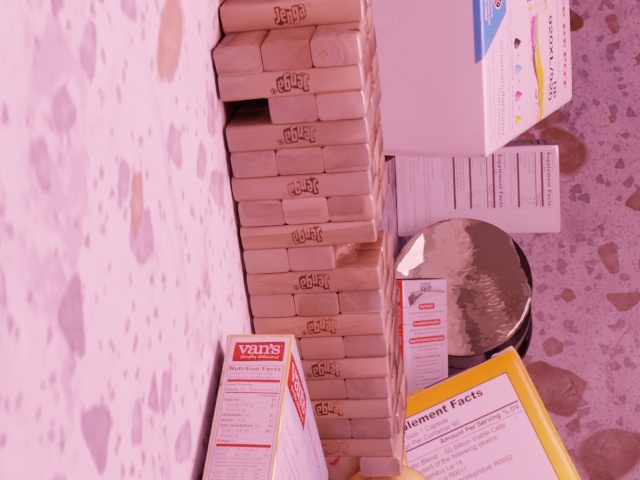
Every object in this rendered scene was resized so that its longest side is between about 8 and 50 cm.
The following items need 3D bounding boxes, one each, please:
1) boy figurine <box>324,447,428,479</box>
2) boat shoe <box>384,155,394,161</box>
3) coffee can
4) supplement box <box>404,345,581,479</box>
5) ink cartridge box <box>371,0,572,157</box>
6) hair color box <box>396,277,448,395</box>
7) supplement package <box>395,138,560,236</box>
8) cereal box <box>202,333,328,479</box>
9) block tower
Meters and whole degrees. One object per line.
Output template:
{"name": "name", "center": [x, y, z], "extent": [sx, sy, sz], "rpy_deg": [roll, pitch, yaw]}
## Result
{"name": "boy figurine", "center": [0.028, 0.227, 0.805], "extent": [0.177, 0.092, 0.285], "rpy_deg": [-56, -164, 37]}
{"name": "boat shoe", "center": [0.050, -0.177, 1.162], "extent": [0.072, 0.068, 0.190], "rpy_deg": [-102, -170, -52]}
{"name": "coffee can", "center": [0.219, 0.101, 1.659], "extent": [0.275, 0.201, 0.201], "rpy_deg": [57, 33, -71]}
{"name": "supplement box", "center": [0.203, 0.329, 1.202], "extent": [0.195, 0.194, 0.356], "rpy_deg": [61, 5, -71]}
{"name": "ink cartridge box", "center": [0.112, -0.184, 0.988], "extent": [0.233, 0.168, 0.171], "rpy_deg": [-32, 121, -55]}
{"name": "hair color box", "center": [0.114, 0.131, 1.375], "extent": [0.093, 0.053, 0.167], "rpy_deg": [1, 89, -48]}
{"name": "supplement package", "center": [0.244, -0.083, 1.698], "extent": [0.139, 0.244, 0.134], "rpy_deg": [-43, 131, -76]}
{"name": "cereal box", "center": [-0.036, 0.198, 0.630], "extent": [0.173, 0.047, 0.240], "rpy_deg": [79, 13, -47]}
{"name": "block tower", "center": [0.000, 0.000, 0.740], "extent": [0.091, 0.097, 0.335], "rpy_deg": [-72, 156, -62]}
